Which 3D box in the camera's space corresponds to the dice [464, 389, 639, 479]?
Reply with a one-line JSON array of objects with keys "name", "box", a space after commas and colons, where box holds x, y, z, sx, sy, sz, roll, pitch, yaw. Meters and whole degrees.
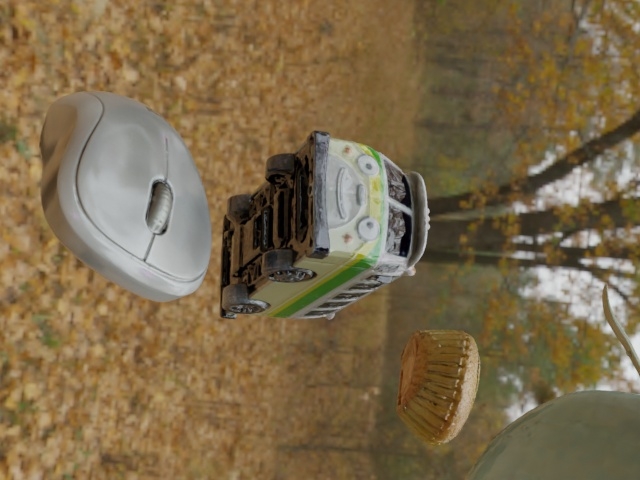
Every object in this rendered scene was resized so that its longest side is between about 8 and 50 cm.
[{"name": "dice", "box": [0.261, 0.290, 0.772, 0.268, 0.262, 0.265, 41, 68, -33]}]

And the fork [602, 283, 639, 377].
[{"name": "fork", "box": [0.368, 0.147, 1.127, 0.034, 0.028, 0.219, 71, 2, -62]}]

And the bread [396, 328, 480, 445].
[{"name": "bread", "box": [0.236, 0.289, 1.986, 0.240, 0.139, 0.240, -162, -90, -83]}]

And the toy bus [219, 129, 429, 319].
[{"name": "toy bus", "box": [0.000, 0.000, 1.157, 0.305, 0.179, 0.143, 142, -48, -60]}]

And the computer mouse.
[{"name": "computer mouse", "box": [-0.191, -0.063, 1.011, 0.121, 0.184, 0.297, -46, -150, 9]}]
